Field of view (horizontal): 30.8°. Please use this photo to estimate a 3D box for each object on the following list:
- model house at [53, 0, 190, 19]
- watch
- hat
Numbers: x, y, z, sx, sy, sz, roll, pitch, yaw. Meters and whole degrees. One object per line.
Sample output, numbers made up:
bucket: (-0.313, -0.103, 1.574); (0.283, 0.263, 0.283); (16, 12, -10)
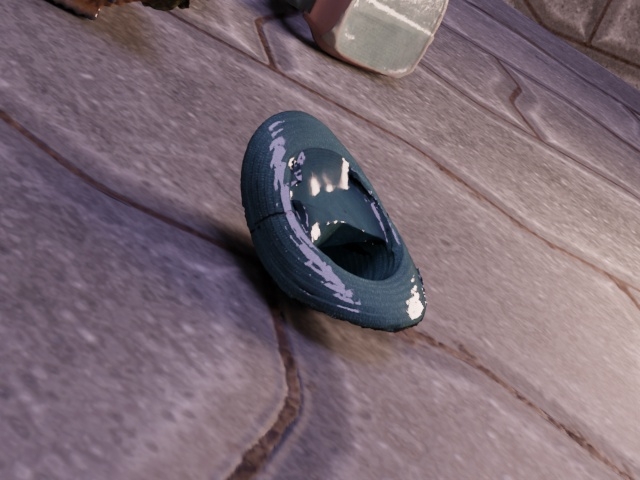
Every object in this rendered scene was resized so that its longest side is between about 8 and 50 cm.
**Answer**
model house: (-0.222, -0.311, 1.084); (0.172, 0.183, 0.166); (-9, 33, -5)
watch: (0.046, -0.346, 1.610); (0.253, 0.161, 0.241); (15, 21, -44)
hat: (0.000, 0.000, 0.870); (0.138, 0.078, 0.191); (-1, 59, -45)
